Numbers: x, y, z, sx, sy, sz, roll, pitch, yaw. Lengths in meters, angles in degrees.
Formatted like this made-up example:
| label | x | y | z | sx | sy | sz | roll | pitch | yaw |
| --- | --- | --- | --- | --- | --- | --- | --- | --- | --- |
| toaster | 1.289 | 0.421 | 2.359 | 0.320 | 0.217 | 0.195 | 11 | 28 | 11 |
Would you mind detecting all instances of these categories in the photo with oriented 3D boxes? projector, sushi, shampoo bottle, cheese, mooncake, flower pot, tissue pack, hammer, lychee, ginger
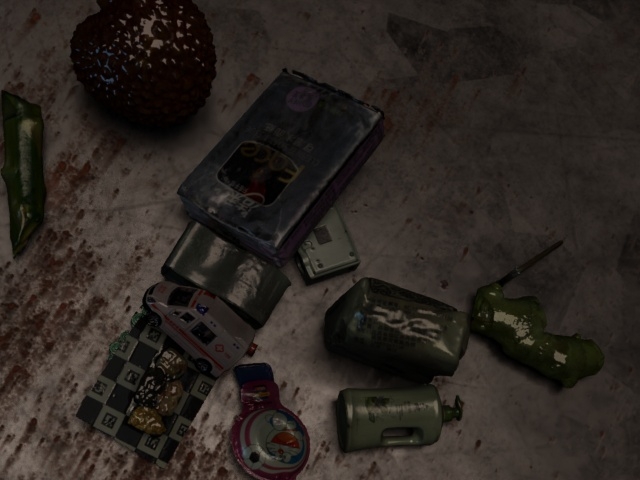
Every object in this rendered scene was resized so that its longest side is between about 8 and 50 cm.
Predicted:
| label | x | y | z | sx | sy | sz | roll | pitch | yaw |
| --- | --- | --- | --- | --- | --- | --- | --- | --- | --- |
| projector | 0.000 | 0.000 | 1.808 | 0.115 | 0.061 | 0.147 | -18 | 74 | -15 |
| sushi | -0.297 | 0.268 | 1.633 | 0.192 | 0.050 | 0.215 | 36 | 67 | -13 |
| shampoo bottle | 0.153 | 0.328 | 1.701 | 0.234 | 0.087 | 0.118 | -2 | 91 | -12 |
| cheese | -0.097 | 0.334 | 1.661 | 0.155 | 0.062 | 0.244 | 0 | 58 | -28 |
| mooncake | 0.139 | 0.162 | 1.674 | 0.255 | 0.250 | 0.136 | 19 | 70 | -2 |
| flower pot | -0.180 | 0.069 | 1.725 | 0.229 | 0.103 | 0.108 | 31 | 68 | 0 |
| tissue pack | -0.071 | -0.145 | 1.779 | 0.259 | 0.122 | 0.361 | 29 | 68 | 26 |
| hammer | 0.438 | 0.043 | 1.884 | 0.182 | 0.062 | 0.017 | -30 | 79 | -26 |
| lychee | -0.340 | -0.362 | 1.760 | 0.276 | 0.276 | 0.304 | -42 | 101 | -21 |
| ginger | 0.427 | 0.186 | 1.811 | 0.290 | 0.089 | 0.137 | 35 | 49 | 7 |

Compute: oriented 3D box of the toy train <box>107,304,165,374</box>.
| label | x | y | z | sx | sy | sz | roll | pitch | yaw |
| --- | --- | --- | --- | --- | --- | --- | --- | --- | --- |
| toy train | -0.332 | 0.176 | 1.693 | 0.071 | 0.038 | 0.148 | 35 | 67 | 0 |

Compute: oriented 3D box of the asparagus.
| label | x | y | z | sx | sy | sz | roll | pitch | yaw |
| --- | --- | --- | --- | --- | --- | --- | --- | --- | --- |
| asparagus | -0.564 | -0.133 | 1.737 | 0.085 | 0.082 | 0.343 | -5 | 73 | -16 |

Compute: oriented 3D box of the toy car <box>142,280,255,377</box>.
| label | x | y | z | sx | sy | sz | roll | pitch | yaw |
| --- | --- | --- | --- | --- | --- | --- | --- | --- | --- |
| toy car | -0.221 | 0.145 | 1.657 | 0.210 | 0.108 | 0.089 | 44 | 32 | -11 |

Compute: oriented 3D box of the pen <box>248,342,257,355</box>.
| label | x | y | z | sx | sy | sz | roll | pitch | yaw |
| --- | --- | --- | --- | --- | --- | --- | --- | --- | --- |
| pen | -0.215 | 0.152 | 1.731 | 0.218 | 0.026 | 0.026 | 32 | 68 | 2 |
